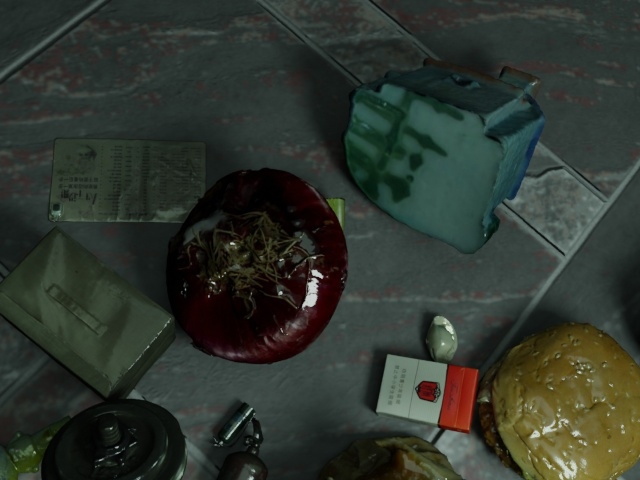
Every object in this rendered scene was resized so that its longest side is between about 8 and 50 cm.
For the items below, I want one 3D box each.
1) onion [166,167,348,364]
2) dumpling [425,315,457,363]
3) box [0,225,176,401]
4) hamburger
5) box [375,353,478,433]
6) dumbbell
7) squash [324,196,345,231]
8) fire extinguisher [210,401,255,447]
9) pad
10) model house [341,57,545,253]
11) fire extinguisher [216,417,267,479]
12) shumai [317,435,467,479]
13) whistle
[{"bbox_3d":[-0.098,0.044,1.147,0.313,0.232,0.314,-4,79,21],"label":"onion"},{"bbox_3d":[0.212,0.173,1.251,0.059,0.043,0.077,5,53,-26],"label":"dumpling"},{"bbox_3d":[-0.356,0.119,1.106,0.231,0.155,0.149,36,68,5],"label":"box"},{"bbox_3d":[0.404,0.276,1.196,0.283,0.144,0.260,-36,83,-14],"label":"hamburger"},{"bbox_3d":[0.175,0.249,1.189,0.152,0.048,0.100,9,70,14],"label":"box"},{"bbox_3d":[-0.272,0.343,0.995,0.191,0.290,0.192,2,34,-1],"label":"dumbbell"},{"bbox_3d":[0.003,0.002,1.250,0.105,0.105,0.132,-9,82,-13],"label":"squash"},{"bbox_3d":[-0.137,0.298,1.153,0.083,0.025,0.038,-47,107,-21],"label":"fire extinguisher"},{"bbox_3d":[-0.332,-0.106,1.269,0.264,0.009,0.160,0,70,-10],"label":"pad"},{"bbox_3d":[0.247,-0.197,1.316,0.294,0.252,0.329,25,43,24],"label":"model house"},{"bbox_3d":[-0.139,0.400,1.081,0.072,0.089,0.268,14,67,21],"label":"fire extinguisher"},{"bbox_3d":[0.117,0.425,1.029,0.266,0.262,0.314,13,71,-4],"label":"shumai"},{"bbox_3d":[-0.456,0.325,1.075,0.198,0.057,0.104,-28,72,-26],"label":"whistle"}]
